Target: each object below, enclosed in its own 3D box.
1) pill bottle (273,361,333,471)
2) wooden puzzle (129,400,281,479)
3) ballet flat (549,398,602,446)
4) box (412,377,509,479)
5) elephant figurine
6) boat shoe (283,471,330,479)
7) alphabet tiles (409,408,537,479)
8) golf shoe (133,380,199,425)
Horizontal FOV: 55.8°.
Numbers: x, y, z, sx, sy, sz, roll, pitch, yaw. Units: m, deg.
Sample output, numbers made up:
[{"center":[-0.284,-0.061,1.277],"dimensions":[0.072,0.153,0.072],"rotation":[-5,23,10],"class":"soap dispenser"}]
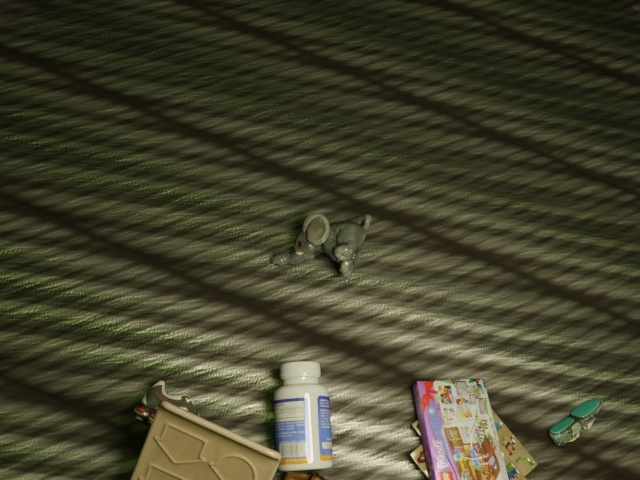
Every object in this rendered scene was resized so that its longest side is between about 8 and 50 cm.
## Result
[{"center":[-0.049,0.467,1.609],"dimensions":[0.152,0.152,0.272],"rotation":[-1,70,-7],"class":"pill bottle"},{"center":[-0.292,0.580,1.502],"dimensions":[0.322,0.080,0.348],"rotation":[24,110,2],"class":"wooden puzzle"},{"center":[0.737,0.526,1.734],"dimensions":[0.188,0.070,0.070],"rotation":[-27,75,-13],"class":"ballet flat"},{"center":[0.377,0.527,1.645],"dimensions":[0.201,0.057,0.293],"rotation":[0,58,-11],"class":"box"},{"center":[0.000,0.000,1.794],"dimensions":[0.239,0.169,0.186],"rotation":[20,39,17],"class":"elephant figurine"},{"center":[-0.013,0.643,1.588],"dimensions":[0.178,0.064,0.060],"rotation":[5,91,-2],"class":"boat shoe"},{"center":[0.420,0.598,1.650],"dimensions":[0.285,0.011,0.342],"rotation":[-29,67,-25],"class":"alphabet tiles"},{"center":[-0.354,0.475,1.599],"dimensions":[0.273,0.105,0.120],"rotation":[28,62,3],"class":"golf shoe"}]
